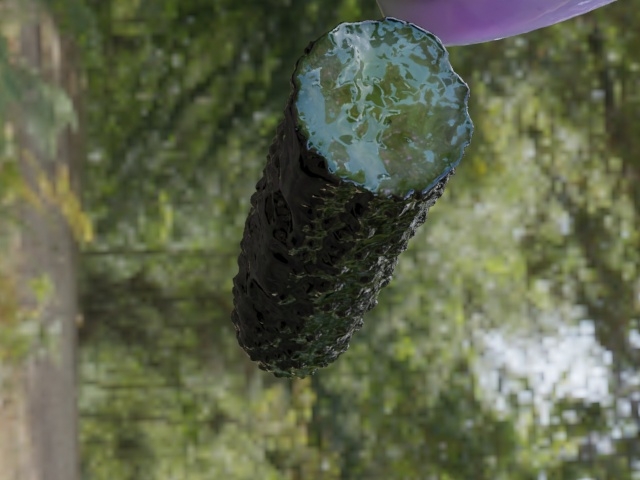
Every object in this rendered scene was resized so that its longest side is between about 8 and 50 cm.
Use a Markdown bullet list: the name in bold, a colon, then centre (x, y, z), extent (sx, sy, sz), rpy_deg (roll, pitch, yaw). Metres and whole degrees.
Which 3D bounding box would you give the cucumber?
- **cucumber**: centre (0.000, -0.002, 0.733), extent (0.300, 0.072, 0.072), rpy_deg (116, -27, -68)

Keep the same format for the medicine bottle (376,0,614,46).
- **medicine bottle**: centre (0.074, -0.285, 0.883), extent (0.212, 0.212, 0.326), rpy_deg (-108, 175, -71)
